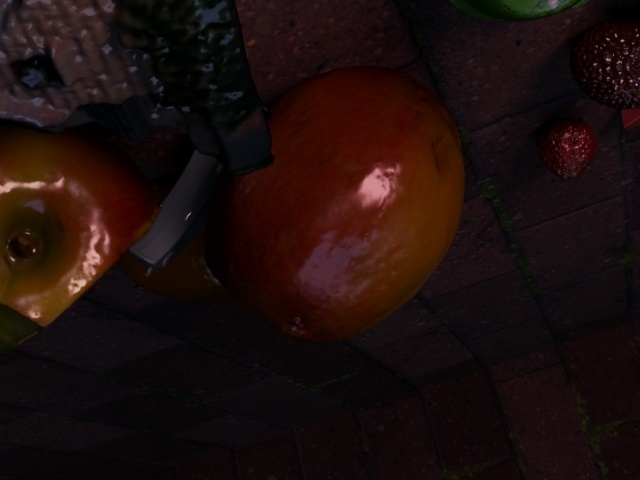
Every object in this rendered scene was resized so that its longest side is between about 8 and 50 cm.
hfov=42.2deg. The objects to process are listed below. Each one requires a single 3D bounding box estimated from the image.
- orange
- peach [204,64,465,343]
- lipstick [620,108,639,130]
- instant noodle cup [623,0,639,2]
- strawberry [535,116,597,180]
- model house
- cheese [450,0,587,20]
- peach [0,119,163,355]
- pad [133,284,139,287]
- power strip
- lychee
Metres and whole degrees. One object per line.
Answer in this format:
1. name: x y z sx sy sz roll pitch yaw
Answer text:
1. orange: -0.162 -0.024 1.300 0.310 0.274 0.274 -43 160 -12
2. peach: 0.025 -0.048 1.048 0.372 0.290 0.372 -46 165 -16
3. lipstick: 0.574 -0.260 1.240 0.051 0.051 0.312 3 153 -39
4. instant noodle cup: 0.459 -0.337 0.948 0.274 0.090 0.274 -11 157 -5
5. strawberry: 0.397 -0.147 1.333 0.106 0.106 0.106 -12 157 -5
6. model house: -0.202 -0.184 0.731 0.284 0.243 0.298 -11 156 0
7. cheese: 0.187 -0.306 0.818 0.320 0.083 0.204 14 142 -36
8. peach: -0.364 -0.017 0.969 0.242 0.306 0.380 43 149 -11
9. pad: -0.230 0.055 1.471 0.190 0.004 0.127 -14 -176 -3
10. power strip: -0.173 -0.056 1.099 0.253 0.054 0.167 -58 175 5
11. lychee: 0.396 -0.234 1.105 0.129 0.123 0.123 -2 154 -14
